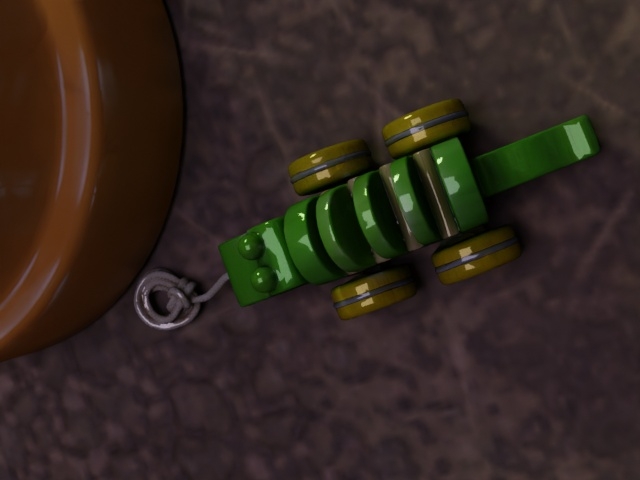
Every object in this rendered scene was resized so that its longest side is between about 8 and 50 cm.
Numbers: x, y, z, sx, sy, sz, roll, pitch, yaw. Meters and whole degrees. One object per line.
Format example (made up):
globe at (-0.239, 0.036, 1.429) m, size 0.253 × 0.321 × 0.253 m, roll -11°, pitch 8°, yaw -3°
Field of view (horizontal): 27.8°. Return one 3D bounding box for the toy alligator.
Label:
toy alligator at (0.000, 0.000, 0.431) m, size 0.189 × 0.051 × 0.056 m, roll -21°, pitch 87°, yaw 27°

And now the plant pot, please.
plant pot at (-0.182, -0.042, 0.437) m, size 0.205 × 0.188 × 0.205 m, roll 4°, pitch 99°, yaw 25°
